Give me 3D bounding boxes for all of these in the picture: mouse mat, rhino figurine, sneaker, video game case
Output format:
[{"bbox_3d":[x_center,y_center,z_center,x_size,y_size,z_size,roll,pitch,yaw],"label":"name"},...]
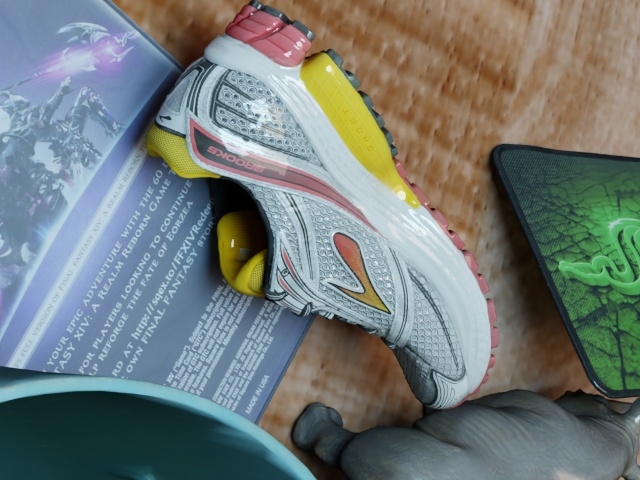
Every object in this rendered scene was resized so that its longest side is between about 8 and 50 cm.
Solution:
[{"bbox_3d":[0.181,0.016,1.023,0.189,0.007,0.153,3,56,-43],"label":"mouse mat"},{"bbox_3d":[0.091,0.110,0.949,0.243,0.106,0.073,-9,102,-41],"label":"rhino figurine"},{"bbox_3d":[0.000,0.000,0.848,0.093,0.088,0.225,-43,122,-9],"label":"sneaker"},{"bbox_3d":[-0.111,0.003,0.809,0.274,0.026,0.196,41,69,-36],"label":"video game case"}]

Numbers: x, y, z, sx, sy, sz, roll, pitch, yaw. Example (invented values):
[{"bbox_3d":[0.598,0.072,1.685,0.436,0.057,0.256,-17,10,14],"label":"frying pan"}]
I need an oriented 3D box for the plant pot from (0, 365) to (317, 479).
[{"bbox_3d":[-0.158,0.173,0.650,0.293,0.235,0.293,-6,100,-41],"label":"plant pot"}]
